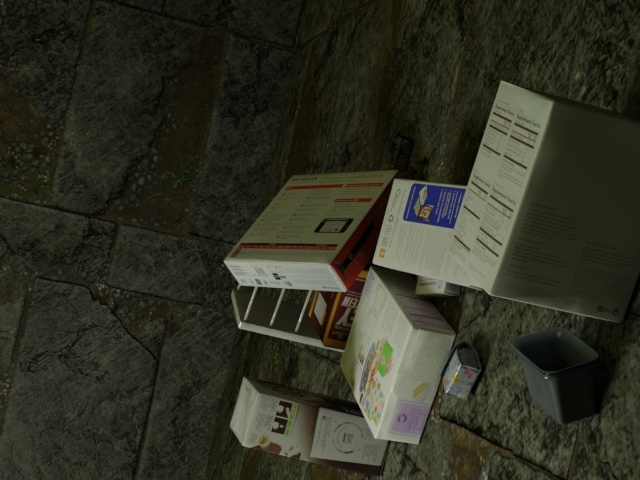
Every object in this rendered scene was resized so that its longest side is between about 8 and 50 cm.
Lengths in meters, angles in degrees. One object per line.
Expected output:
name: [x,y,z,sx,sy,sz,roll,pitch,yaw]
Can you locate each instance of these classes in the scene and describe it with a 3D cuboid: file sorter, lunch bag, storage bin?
file sorter: [-0.053,0.128,2.539,0.193,0.277,0.173,-116,43,-67]
lunch bag: [0.241,0.223,1.815,0.083,0.053,0.071,-87,16,-63]
storage bin: [0.334,0.188,1.450,0.135,0.098,0.091,-130,26,-71]

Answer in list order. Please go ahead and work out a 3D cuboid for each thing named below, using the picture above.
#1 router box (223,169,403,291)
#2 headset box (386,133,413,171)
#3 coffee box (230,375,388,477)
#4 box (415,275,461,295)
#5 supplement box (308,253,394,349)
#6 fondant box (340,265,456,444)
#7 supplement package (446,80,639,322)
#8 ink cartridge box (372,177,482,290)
router box: [-0.006,-0.025,2.318,0.335,0.082,0.301,1,44,45]
headset box: [0.181,-0.198,2.409,0.062,0.032,0.083,-128,51,-72]
coffee box: [-0.020,0.384,2.167,0.168,0.297,0.119,-164,90,-76]
box: [0.238,0.015,2.017,0.145,0.038,0.186,166,114,-73]
supplement box: [0.075,0.128,2.347,0.194,0.129,0.191,-123,47,-69]
fondant box: [0.145,0.220,2.087,0.330,0.096,0.238,-119,43,-69]
supplement package: [0.327,-0.057,1.434,0.198,0.199,0.263,-124,48,-71]
ink cartridge box: [0.233,-0.014,1.904,0.371,0.069,0.176,12,87,62]
